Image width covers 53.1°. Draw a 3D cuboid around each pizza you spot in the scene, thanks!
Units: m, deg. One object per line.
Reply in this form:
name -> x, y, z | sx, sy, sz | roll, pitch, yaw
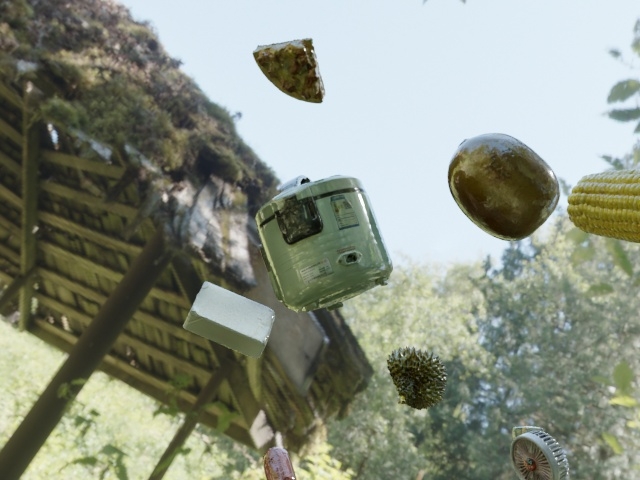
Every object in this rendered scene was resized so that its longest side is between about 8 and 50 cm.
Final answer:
pizza -> -0.059, -0.347, 1.279 | 0.175, 0.046, 0.134 | 28, -42, 2

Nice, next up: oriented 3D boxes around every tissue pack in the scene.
tissue pack -> 0.603, 0.562, 1.859 | 0.062, 0.042, 0.083 | 5, -19, -8

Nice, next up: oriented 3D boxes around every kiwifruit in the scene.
kiwifruit -> 0.363, -0.114, 1.296 | 0.234, 0.196, 0.196 | 48, -26, 8

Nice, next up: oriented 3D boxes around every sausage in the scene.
sausage -> -0.095, 0.547, 1.500 | 0.076, 0.076, 0.141 | 53, 6, -38

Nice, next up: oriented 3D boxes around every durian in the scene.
durian -> 0.205, 0.291, 1.368 | 0.146, 0.208, 0.102 | 49, -60, 9

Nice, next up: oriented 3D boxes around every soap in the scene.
soap -> -0.200, 0.176, 1.435 | 0.183, 0.121, 0.064 | 25, -58, -6

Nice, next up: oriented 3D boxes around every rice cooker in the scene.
rice cooker -> 0.000, 0.000, 1.149 | 0.226, 0.226, 0.244 | -36, -111, 61

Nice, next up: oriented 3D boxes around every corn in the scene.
corn -> 0.350, -0.032, 0.636 | 0.081, 0.081, 0.248 | 39, -6, -18

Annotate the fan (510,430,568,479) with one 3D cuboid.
fan -> 0.496, 0.548, 1.424 | 0.130, 0.074, 0.244 | -11, -90, 63
